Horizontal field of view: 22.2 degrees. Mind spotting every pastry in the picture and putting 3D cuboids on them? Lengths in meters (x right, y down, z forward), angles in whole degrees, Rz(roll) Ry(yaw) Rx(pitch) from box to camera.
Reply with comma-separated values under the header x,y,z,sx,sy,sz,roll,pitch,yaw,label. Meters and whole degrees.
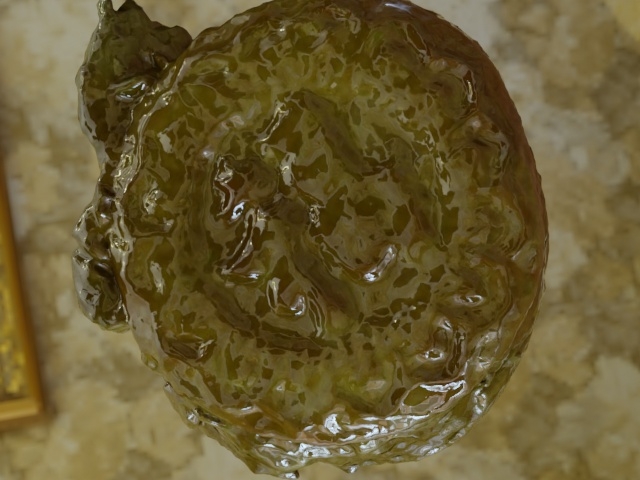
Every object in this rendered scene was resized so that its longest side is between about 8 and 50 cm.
x,y,z,sx,sy,sz,roll,pitch,yaw,label
0.000,0.000,0.824,0.132,0.235,0.240,19,-107,-76,pastry
